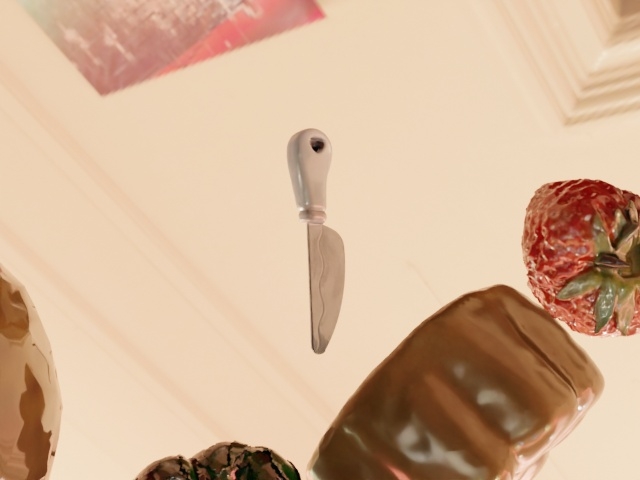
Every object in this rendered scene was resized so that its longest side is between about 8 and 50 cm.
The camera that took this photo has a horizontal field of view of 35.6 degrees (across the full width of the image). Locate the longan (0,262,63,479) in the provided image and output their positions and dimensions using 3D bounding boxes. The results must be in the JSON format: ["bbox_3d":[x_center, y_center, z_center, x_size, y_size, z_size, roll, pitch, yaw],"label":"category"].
[{"bbox_3d":[-0.411,0.138,0.793,0.391,0.391,0.391,-26,-145,20],"label":"longan"}]

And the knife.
[{"bbox_3d":[0.002,-0.001,1.462,0.044,0.080,0.331,-13,-99,51],"label":"knife"}]

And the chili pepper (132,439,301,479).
[{"bbox_3d":[-0.117,0.370,1.084,0.233,0.248,0.256,-114,-141,-50],"label":"chili pepper"}]

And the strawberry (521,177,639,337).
[{"bbox_3d":[0.210,0.013,0.795,0.131,0.131,0.148,-53,-155,-20],"label":"strawberry"}]

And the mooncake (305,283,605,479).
[{"bbox_3d":[0.180,0.247,1.249,0.378,0.378,0.201,-43,-115,-5],"label":"mooncake"}]
